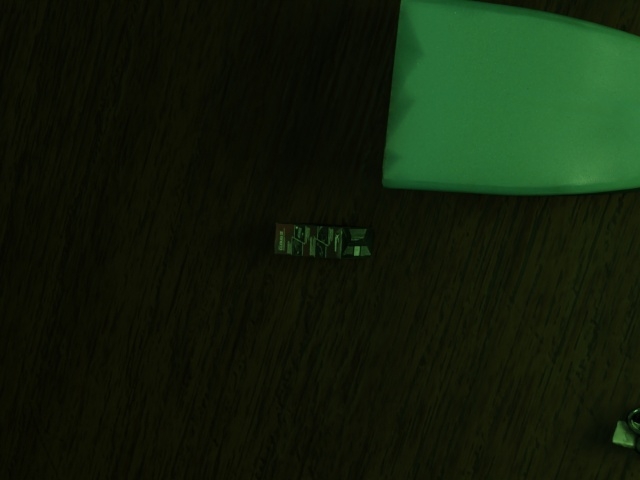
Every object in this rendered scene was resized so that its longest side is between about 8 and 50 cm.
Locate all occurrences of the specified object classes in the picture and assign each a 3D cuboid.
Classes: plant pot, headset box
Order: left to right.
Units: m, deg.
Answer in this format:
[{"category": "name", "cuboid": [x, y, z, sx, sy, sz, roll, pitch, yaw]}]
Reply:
[{"category": "headset box", "cuboid": [0.000, 0.000, 1.443, 0.083, 0.062, 0.032, 5, 93, 32]}, {"category": "plant pot", "cuboid": [0.197, -0.115, 1.270, 0.234, 0.165, 0.165, 7, 95, 23]}]

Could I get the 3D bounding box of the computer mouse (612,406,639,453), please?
[{"category": "computer mouse", "cuboid": [0.322, 0.282, 1.246, 0.189, 0.072, 0.272, 8, 95, 30]}]
